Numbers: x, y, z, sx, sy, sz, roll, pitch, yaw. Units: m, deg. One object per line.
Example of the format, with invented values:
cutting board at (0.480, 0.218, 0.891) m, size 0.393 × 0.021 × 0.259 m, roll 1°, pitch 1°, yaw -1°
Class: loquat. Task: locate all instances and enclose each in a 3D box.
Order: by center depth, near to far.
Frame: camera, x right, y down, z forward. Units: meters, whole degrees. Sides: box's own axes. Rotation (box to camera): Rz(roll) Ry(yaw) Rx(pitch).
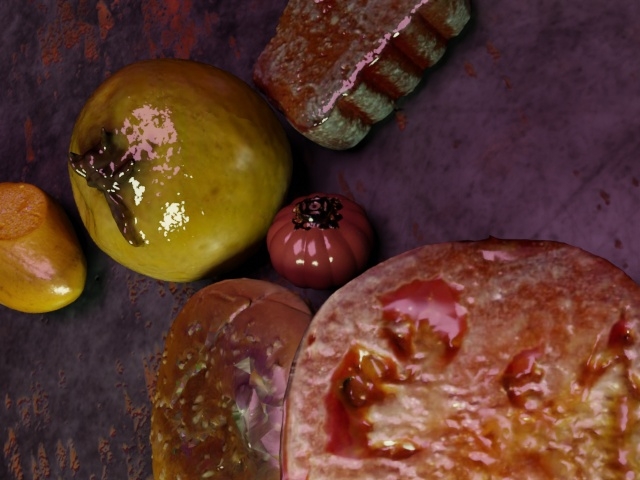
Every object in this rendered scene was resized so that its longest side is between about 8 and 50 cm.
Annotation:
loquat at (-0.148, -0.071, 1.022) m, size 0.244 × 0.244 × 0.244 m, roll -12°, pitch 67°, yaw 31°

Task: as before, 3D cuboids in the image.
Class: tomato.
tomato at (0.129, 0.166, 0.791) m, size 0.338 × 0.144 × 0.338 m, roll -6°, pitch 61°, yaw 11°

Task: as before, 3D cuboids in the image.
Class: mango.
mango at (-0.358, 0.015, 1.226) m, size 0.217 × 0.102 × 0.141 m, roll 30°, pitch 68°, yaw 35°

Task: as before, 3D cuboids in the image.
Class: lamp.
lamp at (0.000, 0.000, 0.986) m, size 0.107 × 0.092 × 0.107 m, roll -7°, pitch 42°, yaw 6°

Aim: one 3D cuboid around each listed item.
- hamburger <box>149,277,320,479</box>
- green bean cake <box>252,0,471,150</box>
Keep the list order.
hamburger at (-0.058, 0.174, 0.941) m, size 0.243 × 0.146 × 0.286 m, roll -40°, pitch 57°, yaw 25°
green bean cake at (0.032, -0.224, 1.043) m, size 0.233 × 0.097 × 0.198 m, roll -51°, pitch 55°, yaw 9°
